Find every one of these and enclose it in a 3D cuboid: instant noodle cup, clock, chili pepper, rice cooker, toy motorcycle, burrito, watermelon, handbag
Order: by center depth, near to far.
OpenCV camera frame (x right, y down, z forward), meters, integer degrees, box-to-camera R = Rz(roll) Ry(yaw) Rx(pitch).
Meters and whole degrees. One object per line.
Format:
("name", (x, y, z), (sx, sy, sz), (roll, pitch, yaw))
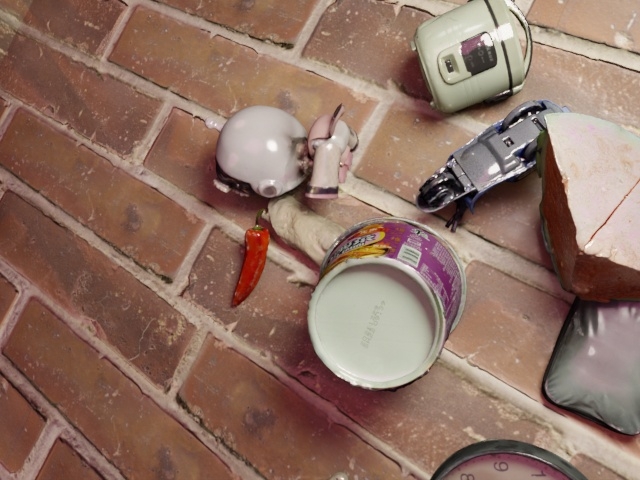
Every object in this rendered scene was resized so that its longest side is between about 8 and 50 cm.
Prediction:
("watermelon", (0.489, -0.036, 0.895), (0.319, 0.222, 0.292), (6, 69, -17))
("clock", (0.373, 0.591, 0.941), (0.386, 0.076, 0.386), (-4, 78, 21))
("handbag", (0.574, 0.195, 0.948), (0.191, 0.075, 0.332), (21, 91, 27))
("instant noodle cup", (0.125, 0.134, 0.978), (0.340, 0.266, 0.340), (3, 101, 13))
("toy motorcycle", (0.367, -0.150, 1.026), (0.358, 0.212, 0.125), (-31, 64, 10))
("rice cooker", (0.337, -0.408, 1.077), (0.244, 0.226, 0.226), (-18, 74, 15))
("burrito", (0.000, 0.000, 1.207), (0.392, 0.076, 0.117), (35, 99, 25))
("chili pepper", (-0.176, 0.047, 1.264), (0.071, 0.063, 0.272), (21, 102, 34))

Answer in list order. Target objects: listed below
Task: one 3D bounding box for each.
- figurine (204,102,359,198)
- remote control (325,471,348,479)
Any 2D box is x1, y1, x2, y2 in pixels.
("figurine", (-0.091, -0.233, 1.216), (0.361, 0.253, 0.211), (2, 125, 25))
("remote control", (0.014, 0.577, 1.109), (0.122, 0.032, 0.074), (-26, 71, 14))
